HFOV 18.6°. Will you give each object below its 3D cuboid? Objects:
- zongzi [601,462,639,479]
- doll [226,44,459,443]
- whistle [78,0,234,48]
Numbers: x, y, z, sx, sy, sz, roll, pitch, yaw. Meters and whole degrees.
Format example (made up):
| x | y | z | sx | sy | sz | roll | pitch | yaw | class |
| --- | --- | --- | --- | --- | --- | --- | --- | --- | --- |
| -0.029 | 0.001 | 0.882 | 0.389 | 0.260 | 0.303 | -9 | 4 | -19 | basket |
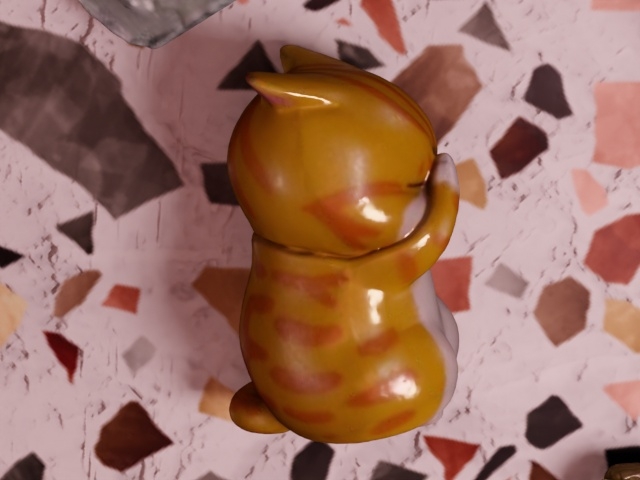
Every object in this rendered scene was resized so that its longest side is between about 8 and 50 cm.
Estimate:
| x | y | z | sx | sy | sz | roll | pitch | yaw | class |
| --- | --- | --- | --- | --- | --- | --- | --- | --- | --- |
| 0.298 | 0.171 | 1.418 | 0.160 | 0.078 | 0.176 | 32 | 80 | 5 | zongzi |
| 0.017 | 0.010 | 1.330 | 0.162 | 0.167 | 0.270 | 1 | 103 | 0 | doll |
| -0.016 | -0.271 | 1.231 | 0.404 | 0.188 | 0.168 | -39 | 101 | 12 | whistle |
